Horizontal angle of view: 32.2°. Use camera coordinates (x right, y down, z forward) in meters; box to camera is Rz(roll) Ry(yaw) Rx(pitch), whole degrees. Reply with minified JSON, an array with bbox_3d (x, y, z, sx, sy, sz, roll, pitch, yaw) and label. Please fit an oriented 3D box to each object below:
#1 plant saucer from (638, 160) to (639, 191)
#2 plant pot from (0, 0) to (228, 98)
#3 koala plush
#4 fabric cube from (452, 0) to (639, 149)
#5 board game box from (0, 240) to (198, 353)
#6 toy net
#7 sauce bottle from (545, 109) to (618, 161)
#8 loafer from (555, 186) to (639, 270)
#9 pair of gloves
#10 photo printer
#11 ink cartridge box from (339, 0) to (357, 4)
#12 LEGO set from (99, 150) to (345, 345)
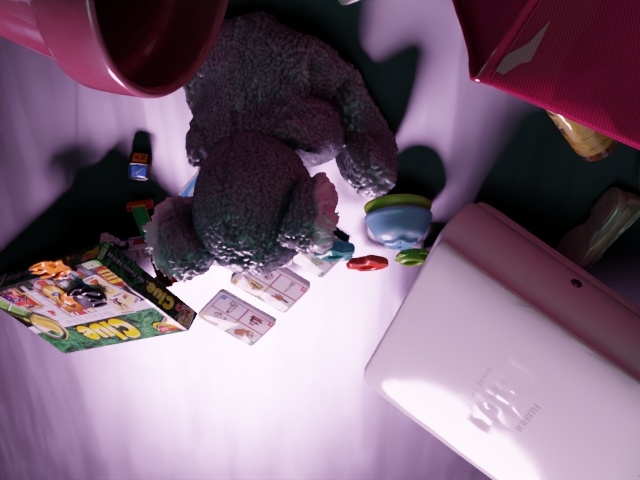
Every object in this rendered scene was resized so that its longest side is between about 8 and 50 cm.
[{"bbox_3d":[0.408,-0.055,0.983,0.241,0.037,0.241,4,136,4],"label":"plant saucer"},{"bbox_3d":[-0.191,-0.220,0.847,0.180,0.201,0.201,13,141,21],"label":"plant pot"},{"bbox_3d":[-0.054,-0.059,0.956,0.196,0.221,0.203,-7,135,20],"label":"koala plush"},{"bbox_3d":[0.240,-0.206,0.651,0.258,0.254,0.259,18,127,-19],"label":"fabric cube"},{"bbox_3d":[-0.267,0.071,1.250,0.136,0.030,0.260,39,146,-30],"label":"board game box"},{"bbox_3d":[0.000,0.000,1.128,0.232,0.045,0.122,-5,164,7],"label":"toy net"},{"bbox_3d":[0.214,-0.123,0.962,0.042,0.042,0.128,-21,127,32],"label":"sauce bottle"},{"bbox_3d":[0.271,-0.001,1.083,0.039,0.045,0.125,14,136,-18],"label":"loafer"},{"bbox_3d":[-0.269,0.047,1.177,0.074,0.010,0.083,-8,137,40],"label":"pair of gloves"},{"bbox_3d":[0.216,0.139,1.110,0.308,0.107,0.256,36,135,11],"label":"photo printer"},{"bbox_3d":[0.075,-0.283,0.812,0.225,0.056,0.181,-11,134,31],"label":"ink cartridge box"},{"bbox_3d":[-0.120,-0.004,1.183,0.244,0.060,0.182,31,123,-22],"label":"LEGO set"}]
